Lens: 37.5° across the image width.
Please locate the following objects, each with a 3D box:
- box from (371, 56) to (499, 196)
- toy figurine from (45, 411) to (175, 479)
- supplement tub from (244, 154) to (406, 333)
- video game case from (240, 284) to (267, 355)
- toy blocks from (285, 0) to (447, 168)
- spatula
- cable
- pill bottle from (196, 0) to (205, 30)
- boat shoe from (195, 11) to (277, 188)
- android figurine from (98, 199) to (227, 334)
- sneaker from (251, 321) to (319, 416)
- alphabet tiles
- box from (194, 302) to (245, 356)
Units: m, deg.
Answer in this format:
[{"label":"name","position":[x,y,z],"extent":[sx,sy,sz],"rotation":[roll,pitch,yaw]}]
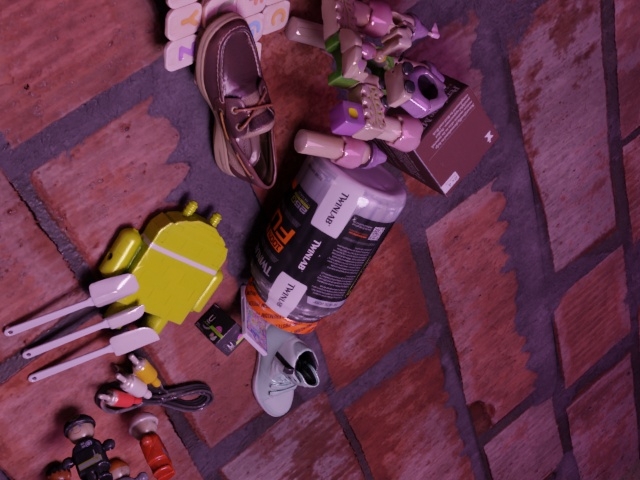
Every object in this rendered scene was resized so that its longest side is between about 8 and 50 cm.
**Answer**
[{"label":"box","position":[0.205,-0.227,1.860],"extent":[0.168,0.203,0.167],"rotation":[-49,135,-6]},{"label":"toy figurine","position":[-0.405,0.432,1.788],"extent":[0.213,0.148,0.210],"rotation":[2,132,-40]},{"label":"supplement tub","position":[0.000,0.000,1.803],"extent":[0.207,0.207,0.338],"rotation":[9,120,-42]},{"label":"video game case","position":[-0.133,0.159,1.884],"extent":[0.011,0.122,0.087],"rotation":[-20,137,17]},{"label":"toy blocks","position":[0.132,-0.289,1.622],"extent":[0.260,0.309,0.289],"rotation":[8,70,-35]},{"label":"spatula","position":[-0.423,0.158,1.670],"extent":[0.242,0.019,0.168],"rotation":[-20,131,-9]},{"label":"cable","position":[-0.322,0.312,1.845],"extent":[0.139,0.072,0.287],"rotation":[-49,136,3]},{"label":"pill bottle","position":[-0.203,-0.387,1.538],"extent":[0.043,0.043,0.083],"rotation":[-32,131,-21]},{"label":"boat shoe","position":[-0.123,-0.224,1.603],"extent":[0.123,0.123,0.342],"rotation":[-34,145,-29]},{"label":"android figurine","position":[-0.281,0.053,1.732],"extent":[0.248,0.056,0.273],"rotation":[26,100,-44]},{"label":"sneaker","position":[-0.069,0.302,1.992],"extent":[0.094,0.151,0.256],"rotation":[-23,129,-30]},{"label":"alphabet tiles","position":[-0.142,-0.386,1.544],"extent":[0.278,0.021,0.284],"rotation":[-31,146,-38]},{"label":"box","position":[-0.195,0.176,1.858],"extent":[0.062,0.083,0.052],"rotation":[-47,135,-8]}]
